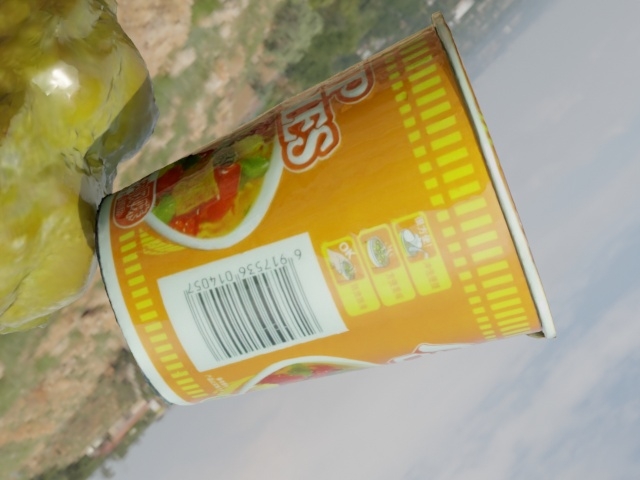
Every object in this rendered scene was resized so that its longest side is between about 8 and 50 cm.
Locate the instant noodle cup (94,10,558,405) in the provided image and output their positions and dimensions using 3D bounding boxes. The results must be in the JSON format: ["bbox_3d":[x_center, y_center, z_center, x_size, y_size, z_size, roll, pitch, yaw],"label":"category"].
[{"bbox_3d":[0.000,0.000,0.504,0.185,0.168,0.168,-20,-175,10],"label":"instant noodle cup"}]

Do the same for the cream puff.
[{"bbox_3d":[-0.217,-0.051,0.598,0.282,0.282,0.185,-45,152,-8],"label":"cream puff"}]
